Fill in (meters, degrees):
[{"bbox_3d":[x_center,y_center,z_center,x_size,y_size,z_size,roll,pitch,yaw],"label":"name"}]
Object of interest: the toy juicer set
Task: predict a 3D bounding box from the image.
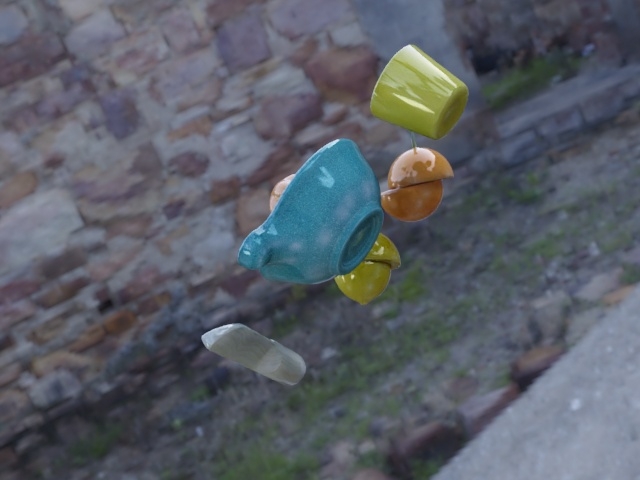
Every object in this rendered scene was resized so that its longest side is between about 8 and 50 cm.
[{"bbox_3d":[0.000,0.000,1.110,0.329,0.089,0.209,-49,-22,-23],"label":"toy juicer set"}]
